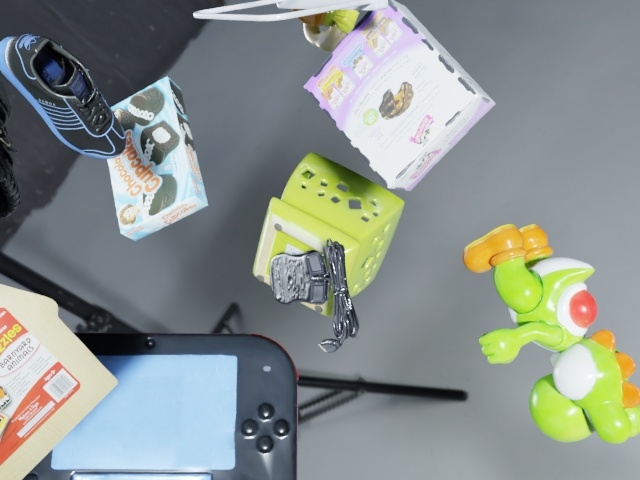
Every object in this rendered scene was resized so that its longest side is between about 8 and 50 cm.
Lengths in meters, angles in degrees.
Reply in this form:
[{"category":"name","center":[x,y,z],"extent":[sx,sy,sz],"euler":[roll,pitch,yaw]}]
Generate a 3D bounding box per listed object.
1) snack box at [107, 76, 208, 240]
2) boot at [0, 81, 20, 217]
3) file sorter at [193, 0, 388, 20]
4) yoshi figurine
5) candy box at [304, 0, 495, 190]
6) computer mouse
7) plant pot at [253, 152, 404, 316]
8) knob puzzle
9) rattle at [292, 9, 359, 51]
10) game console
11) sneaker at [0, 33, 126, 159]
[{"category":"snack box","center":[-0.364,-0.178,1.821],"extent":[0.187,0.060,0.322],"euler":[-25,62,15]},{"category":"boot","center":[-0.636,-0.211,1.463],"extent":[0.131,0.348,0.260],"euler":[-16,62,10]},{"category":"file sorter","center":[-0.059,-0.395,0.965],"extent":[0.173,0.277,0.193],"euler":[-22,26,-35]},{"category":"yoshi figurine","center":[0.349,0.164,1.324],"extent":[0.203,0.203,0.362],"euler":[-25,68,-4]},{"category":"candy box","center":[0.100,-0.190,1.105],"extent":[0.165,0.070,0.196],"euler":[-46,67,22]},{"category":"computer mouse","center":[-0.003,0.099,1.445],"extent":[0.262,0.060,0.184],"euler":[-17,81,61]},{"category":"plant pot","center":[0.000,0.000,1.661],"extent":[0.227,0.228,0.207],"euler":[29,41,13]},{"category":"knob puzzle","center":[-0.314,0.122,0.761],"extent":[0.030,0.213,0.213],"euler":[-14,48,65]},{"category":"rattle","center":[-0.027,-0.431,1.488],"extent":[0.130,0.143,0.199],"euler":[-59,42,45]},{"category":"game console","center":[-0.222,0.286,1.065],"extent":[0.386,0.060,0.342],"euler":[1,67,-2]},{"category":"sneaker","center":[-0.338,-0.190,1.163],"extent":[0.090,0.232,0.081],"euler":[8,62,41]}]
